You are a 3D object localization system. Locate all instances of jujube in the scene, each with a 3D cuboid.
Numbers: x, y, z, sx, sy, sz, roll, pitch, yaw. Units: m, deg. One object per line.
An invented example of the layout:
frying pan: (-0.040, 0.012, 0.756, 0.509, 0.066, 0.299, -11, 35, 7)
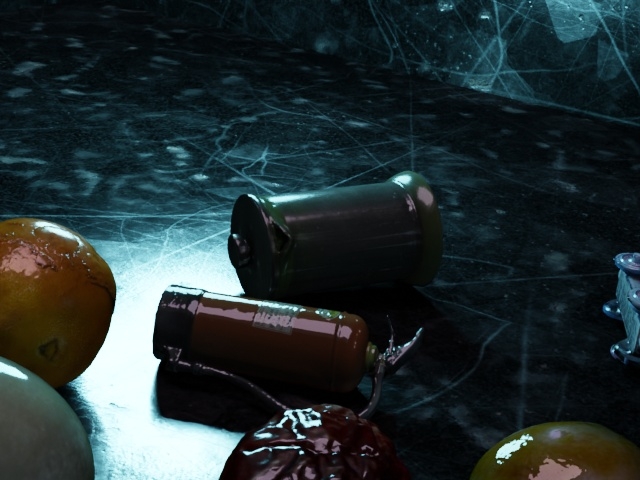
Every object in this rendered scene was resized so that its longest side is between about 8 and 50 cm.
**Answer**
jujube: (-0.022, 0.311, 1.118, 0.216, 0.216, 0.342, 10, 25, 11)

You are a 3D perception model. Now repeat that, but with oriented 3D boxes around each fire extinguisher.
fire extinguisher: (-0.051, 0.173, 1.599, 0.376, 0.113, 0.200, 8, 65, 8)

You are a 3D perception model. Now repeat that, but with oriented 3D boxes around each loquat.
loquat: (0.276, 0.293, 1.273, 0.227, 0.179, 0.179, -6, 25, -16)

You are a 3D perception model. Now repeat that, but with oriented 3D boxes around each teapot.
teapot: (0.000, 0.000, 1.904, 0.337, 0.200, 0.270, -7, 0, -24)

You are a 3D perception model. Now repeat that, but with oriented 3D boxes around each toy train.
toy train: (0.567, 0.116, 1.812, 0.202, 0.131, 0.300, 10, 24, 4)

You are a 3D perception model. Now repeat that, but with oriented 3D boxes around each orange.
orange: (-0.395, 0.087, 1.510, 0.240, 0.240, 0.240, 5, 23, -2)

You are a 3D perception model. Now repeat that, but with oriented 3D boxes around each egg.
egg: (-0.406, 0.230, 1.145, 0.352, 0.258, 0.258, -1, 23, -1)
